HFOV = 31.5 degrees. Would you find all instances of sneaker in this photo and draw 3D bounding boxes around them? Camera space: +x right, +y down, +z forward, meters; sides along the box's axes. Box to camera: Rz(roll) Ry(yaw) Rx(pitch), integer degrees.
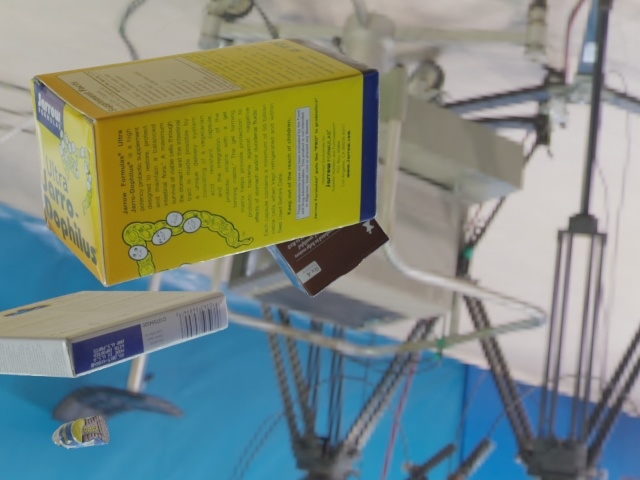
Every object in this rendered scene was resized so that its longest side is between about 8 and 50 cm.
[{"bbox_3d":[-0.425,0.344,2.025,0.059,0.053,0.144,-21,164,13],"label":"sneaker"}]

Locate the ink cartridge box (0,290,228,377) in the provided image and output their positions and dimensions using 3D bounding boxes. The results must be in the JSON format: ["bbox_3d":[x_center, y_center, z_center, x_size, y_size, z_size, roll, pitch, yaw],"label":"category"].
[{"bbox_3d":[-0.369,0.138,1.742,0.330,0.071,0.324,-3,-172,38],"label":"ink cartridge box"}]

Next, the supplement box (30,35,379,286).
[{"bbox_3d":[-0.130,-0.105,1.332,0.356,0.195,0.194,-14,-152,-28],"label":"supplement box"}]

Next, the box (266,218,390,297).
[{"bbox_3d":[0.000,0.000,2.304,0.143,0.191,0.381,54,175,-6],"label":"box"}]
